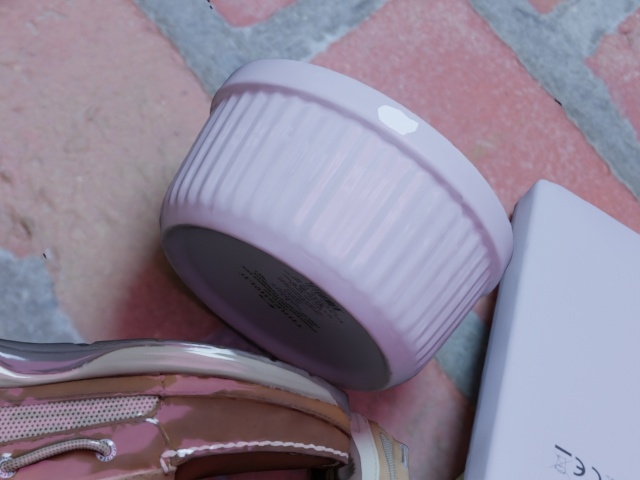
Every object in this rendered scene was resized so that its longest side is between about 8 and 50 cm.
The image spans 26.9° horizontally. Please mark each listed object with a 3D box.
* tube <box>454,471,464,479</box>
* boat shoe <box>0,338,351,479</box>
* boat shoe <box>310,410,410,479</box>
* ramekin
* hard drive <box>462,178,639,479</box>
[{"bbox_3d":[0.057,0.217,0.824,0.240,0.062,0.070,-27,117,-34],"label":"tube"},{"bbox_3d":[-0.146,0.119,0.746,0.323,0.122,0.120,5,72,-13],"label":"boat shoe"},{"bbox_3d":[0.038,0.172,0.783,0.072,0.068,0.190,20,32,-13],"label":"boat shoe"},{"bbox_3d":[0.000,0.000,0.806,0.207,0.207,0.109,37,68,-6],"label":"ramekin"},{"bbox_3d":[0.208,0.133,0.862,0.233,0.047,0.353,31,41,-10],"label":"hard drive"}]
